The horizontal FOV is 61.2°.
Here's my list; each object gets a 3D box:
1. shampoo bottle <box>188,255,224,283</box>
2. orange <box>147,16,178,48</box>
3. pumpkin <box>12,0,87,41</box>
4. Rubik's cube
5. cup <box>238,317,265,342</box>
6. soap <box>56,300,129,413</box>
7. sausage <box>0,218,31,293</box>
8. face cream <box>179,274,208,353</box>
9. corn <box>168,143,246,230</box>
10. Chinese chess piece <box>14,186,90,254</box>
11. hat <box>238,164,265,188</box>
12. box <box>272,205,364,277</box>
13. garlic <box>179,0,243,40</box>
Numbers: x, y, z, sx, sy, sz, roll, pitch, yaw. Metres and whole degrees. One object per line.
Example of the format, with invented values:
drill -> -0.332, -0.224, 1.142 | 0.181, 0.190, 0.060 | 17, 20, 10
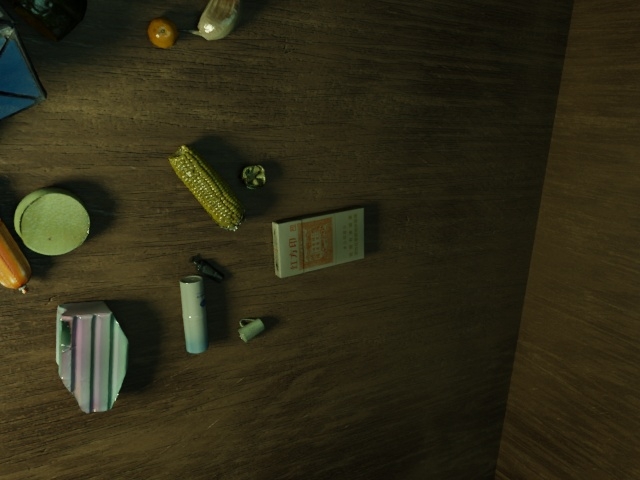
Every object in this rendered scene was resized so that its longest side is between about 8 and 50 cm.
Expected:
shampoo bottle -> -0.376, 0.097, 1.787 | 0.137, 0.027, 0.048 | 38, 70, -34
orange -> -0.439, -0.580, 1.509 | 0.084, 0.084, 0.083 | -10, 110, -29
pumpkin -> -0.716, -0.616, 1.325 | 0.281, 0.190, 0.139 | 33, 85, 9
Rubik's cube -> -0.799, -0.411, 1.174 | 0.260, 0.259, 0.254 | -34, 77, -25
cup -> -0.250, 0.311, 1.926 | 0.083, 0.075, 0.054 | -32, 156, -24
soap -> -0.684, 0.351, 1.625 | 0.193, 0.109, 0.323 | -2, 105, -31
sausage -> -0.857, 0.010, 1.424 | 0.093, 0.093, 0.311 | -30, 119, -21
face cream -> -0.413, 0.243, 1.778 | 0.077, 0.077, 0.249 | -11, 110, -29
corn -> -0.342, -0.160, 1.682 | 0.115, 0.115, 0.317 | -44, 122, -13
Chinese chess piece -> -0.735, -0.053, 1.489 | 0.189, 0.083, 0.188 | -12, 113, -32
hat -> -0.224, -0.206, 1.772 | 0.077, 0.059, 0.076 | -11, 94, -35
box -> 0.000, 0.000, 1.977 | 0.366, 0.051, 0.204 | -12, 111, -29
garlic -> -0.304, -0.655, 1.579 | 0.129, 0.090, 0.198 | 33, 92, -19
